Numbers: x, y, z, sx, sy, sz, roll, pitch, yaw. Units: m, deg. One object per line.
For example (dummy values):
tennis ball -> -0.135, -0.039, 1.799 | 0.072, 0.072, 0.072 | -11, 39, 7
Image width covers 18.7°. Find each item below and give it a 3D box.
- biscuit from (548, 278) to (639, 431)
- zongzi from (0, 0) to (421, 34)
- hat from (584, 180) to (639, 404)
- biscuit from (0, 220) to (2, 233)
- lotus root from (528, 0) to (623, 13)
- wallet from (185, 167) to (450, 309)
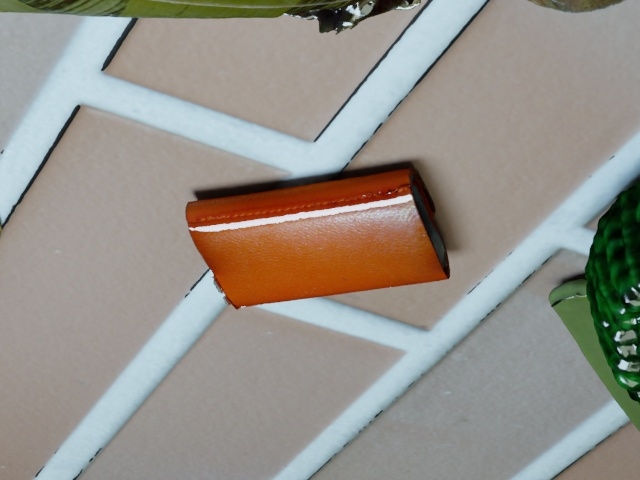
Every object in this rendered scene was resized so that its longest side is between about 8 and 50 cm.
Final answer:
biscuit -> 0.315, 0.122, 1.840 | 0.099, 0.038, 0.322 | -11, 143, 26
zongzi -> -0.093, -0.201, 1.336 | 0.289, 0.154, 0.317 | 17, 157, -23
hat -> 0.340, 0.116, 1.568 | 0.274, 0.332, 0.242 | 25, 135, -23
biscuit -> -0.388, 0.013, 1.754 | 0.234, 0.030, 0.153 | -16, 143, 27
lotus root -> 0.181, -0.214, 1.295 | 0.112, 0.122, 0.081 | 18, 144, 23
wallet -> 0.000, 0.000, 1.685 | 0.204, 0.045, 0.142 | -8, 142, 15
